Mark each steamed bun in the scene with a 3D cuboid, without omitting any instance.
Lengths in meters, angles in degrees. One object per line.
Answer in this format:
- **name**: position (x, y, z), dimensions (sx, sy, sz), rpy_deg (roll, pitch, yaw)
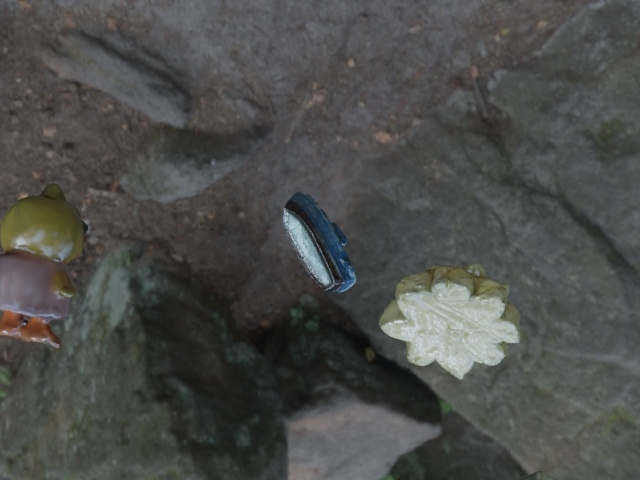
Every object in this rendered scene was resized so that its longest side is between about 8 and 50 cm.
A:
- **steamed bun**: position (0.272, 0.153, 1.745), dimensions (0.292, 0.137, 0.295), rpy_deg (-9, 129, 24)

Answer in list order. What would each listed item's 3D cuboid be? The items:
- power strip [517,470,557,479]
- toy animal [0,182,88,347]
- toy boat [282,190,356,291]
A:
- **power strip**: position (0.264, 0.432, 1.086), dimensions (0.070, 0.256, 0.105), rpy_deg (34, 133, -13)
- **toy animal**: position (-0.506, 0.035, 1.475), dimensions (0.196, 0.281, 0.169), rpy_deg (7, 162, 27)
- **toy boat**: position (0.000, 0.000, 1.024), dimensions (0.061, 0.137, 0.060), rpy_deg (-23, 166, -49)
